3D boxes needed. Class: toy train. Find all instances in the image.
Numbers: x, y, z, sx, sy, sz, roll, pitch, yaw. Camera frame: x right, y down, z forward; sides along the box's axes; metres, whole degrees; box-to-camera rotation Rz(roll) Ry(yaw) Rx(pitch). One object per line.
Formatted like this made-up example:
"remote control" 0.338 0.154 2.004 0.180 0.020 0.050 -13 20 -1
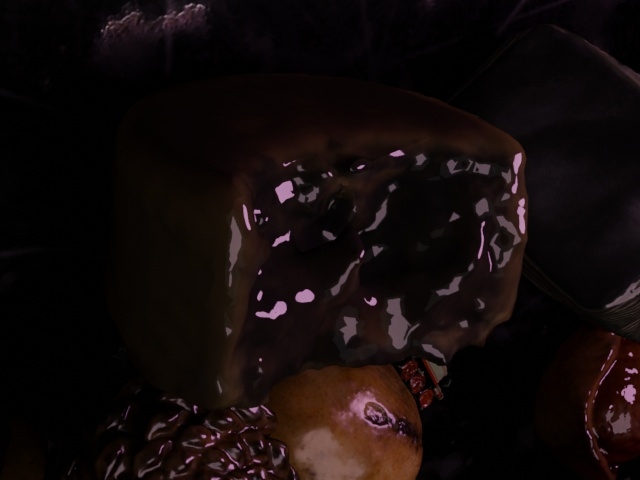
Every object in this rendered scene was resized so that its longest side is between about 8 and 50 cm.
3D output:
"toy train" 0.093 0.105 1.949 0.085 0.053 0.250 -41 134 -14

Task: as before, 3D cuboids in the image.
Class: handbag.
"handbag" 0.294 -0.049 1.825 0.247 0.341 0.240 -44 151 -1

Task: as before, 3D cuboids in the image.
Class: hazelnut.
"hazelnut" 0.352 0.190 2.109 0.202 0.160 0.170 -56 160 2

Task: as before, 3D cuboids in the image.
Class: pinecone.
"pinecone" -0.153 0.239 1.599 0.243 0.257 0.244 -23 118 -55

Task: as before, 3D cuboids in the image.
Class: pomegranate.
"pomegranate" -0.017 0.206 1.799 0.260 0.260 0.260 -18 127 -26

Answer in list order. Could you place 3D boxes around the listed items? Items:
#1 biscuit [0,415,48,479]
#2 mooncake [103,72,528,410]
"biscuit" -0.361 0.341 1.614 0.063 0.314 0.367 29 70 -16
"mooncake" 0.000 0.000 1.580 0.394 0.393 0.246 10 118 -1
